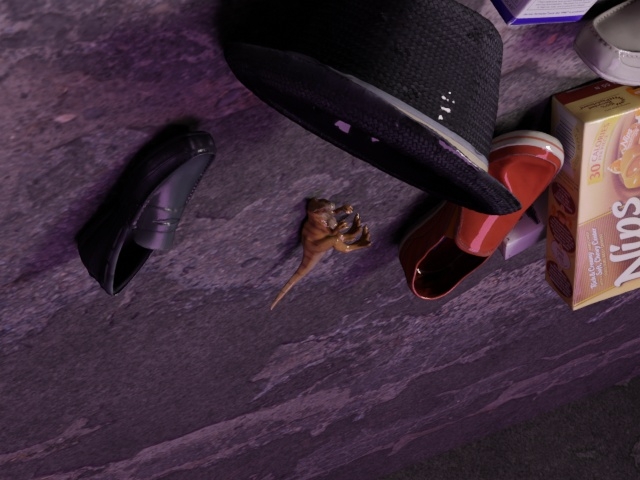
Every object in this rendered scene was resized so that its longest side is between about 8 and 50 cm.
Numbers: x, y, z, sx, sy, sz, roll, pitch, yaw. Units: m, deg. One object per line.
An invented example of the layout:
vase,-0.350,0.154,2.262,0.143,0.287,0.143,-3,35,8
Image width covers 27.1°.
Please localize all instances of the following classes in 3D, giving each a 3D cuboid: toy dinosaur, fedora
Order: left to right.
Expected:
toy dinosaur,0.000,0.000,1.701,0.112,0.064,0.211,-4,143,-15
fedora,0.076,-0.150,1.222,0.153,0.334,0.334,-62,156,0

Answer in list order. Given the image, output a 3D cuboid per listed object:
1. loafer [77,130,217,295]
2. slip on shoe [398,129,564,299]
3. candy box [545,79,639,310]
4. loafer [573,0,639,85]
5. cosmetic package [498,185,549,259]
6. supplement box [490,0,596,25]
loafer,-0.170,-0.027,1.356,0.076,0.078,0.223,-6,149,-48
slip on shoe,0.217,-0.030,1.797,0.123,0.101,0.331,19,137,-25
candy box,0.408,-0.071,1.812,0.182,0.087,0.317,-17,130,-15
loafer,0.419,-0.263,1.568,0.319,0.112,0.111,-23,155,-40
cosmetic package,0.344,-0.075,1.909,0.239,0.099,0.060,-28,160,-6
supplement box,0.238,-0.309,1.196,0.114,0.111,0.220,-12,153,-41
